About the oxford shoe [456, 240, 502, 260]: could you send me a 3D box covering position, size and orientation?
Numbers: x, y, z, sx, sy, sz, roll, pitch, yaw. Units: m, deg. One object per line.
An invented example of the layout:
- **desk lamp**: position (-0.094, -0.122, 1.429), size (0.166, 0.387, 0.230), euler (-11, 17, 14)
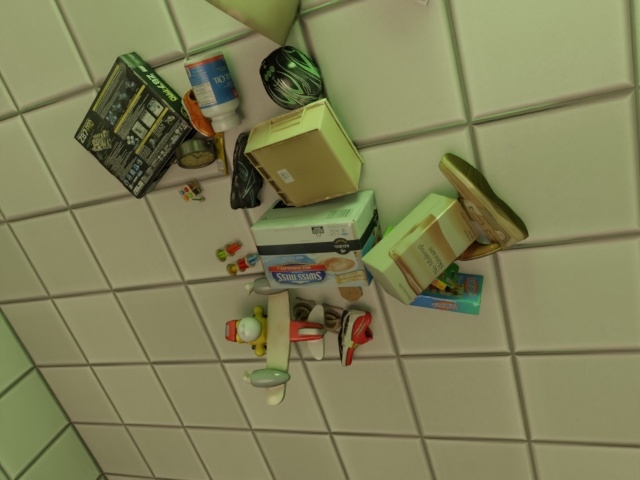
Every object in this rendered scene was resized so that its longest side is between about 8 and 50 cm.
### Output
- **oxford shoe**: position (0.439, 0.020, 1.518), size (0.212, 0.076, 0.076), euler (-8, 96, 53)

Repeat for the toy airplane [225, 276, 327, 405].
- **toy airplane**: position (-0.168, 0.321, 1.796), size (0.384, 0.272, 0.386), euler (-51, 57, 16)

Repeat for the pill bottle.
- **pill bottle**: position (-0.320, -0.451, 1.560), size (0.124, 0.124, 0.221), euler (-7, 115, 25)

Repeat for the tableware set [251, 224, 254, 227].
- **tableware set**: position (-0.175, -0.005, 1.809), size (0.104, 0.024, 0.154), euler (-24, 106, 30)

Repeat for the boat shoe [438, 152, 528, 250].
- **boat shoe**: position (0.443, -0.102, 1.455), size (0.341, 0.121, 0.110), euler (45, 124, -8)

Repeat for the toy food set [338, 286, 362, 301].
- **toy food set**: position (0.106, 0.181, 1.803), size (0.083, 0.020, 0.082), euler (-16, 111, 27)

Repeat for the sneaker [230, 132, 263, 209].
- **sneaker**: position (-0.240, -0.226, 1.687), size (0.106, 0.101, 0.267), euler (5, 120, -6)

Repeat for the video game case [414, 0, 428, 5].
- **video game case**: position (0.252, -0.669, 1.284), size (0.087, 0.011, 0.122), euler (26, 124, 7)

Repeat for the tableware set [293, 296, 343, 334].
- **tableware set**: position (-0.016, 0.290, 1.899), size (0.194, 0.039, 0.128), euler (13, 121, 14)

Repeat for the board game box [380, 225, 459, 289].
- **board game box**: position (0.307, 0.057, 1.594), size (0.259, 0.124, 0.039), euler (28, 130, 5)

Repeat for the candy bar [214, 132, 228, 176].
- **candy bar**: position (-0.336, -0.292, 1.717), size (0.040, 0.018, 0.161), euler (9, 121, 20)

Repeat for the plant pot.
- **plant pot**: position (-0.142, -0.690, 1.311), size (0.256, 0.256, 0.274), euler (32, 107, 2)

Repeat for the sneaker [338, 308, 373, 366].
- **sneaker**: position (0.130, 0.361, 1.848), size (0.118, 0.107, 0.279), euler (1, 131, -8)

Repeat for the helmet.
- **helmet**: position (-0.078, -0.452, 1.453), size (0.161, 0.169, 0.169), euler (52, 124, 9)

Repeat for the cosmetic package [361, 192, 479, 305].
- **cosmetic package**: position (0.284, 0.021, 1.458), size (0.296, 0.129, 0.153), euler (-44, 116, -7)

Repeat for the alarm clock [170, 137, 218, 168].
- **alarm clock**: position (-0.398, -0.294, 1.671), size (0.192, 0.129, 0.064), euler (-23, 76, 39)

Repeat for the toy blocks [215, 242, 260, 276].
- **toy blocks**: position (-0.298, 0.057, 1.872), size (0.148, 0.054, 0.123), euler (-26, 106, 31)

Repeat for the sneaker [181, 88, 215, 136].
- **sneaker**: position (-0.384, -0.405, 1.622), size (0.067, 0.064, 0.175), euler (-39, 80, 36)

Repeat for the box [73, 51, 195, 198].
- **box**: position (-0.627, -0.377, 1.738), size (0.318, 0.097, 0.395), euler (43, 124, -7)

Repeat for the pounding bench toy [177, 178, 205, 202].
- **pounding bench toy**: position (-0.451, -0.162, 1.804), size (0.052, 0.065, 0.083), euler (-27, 105, 31)

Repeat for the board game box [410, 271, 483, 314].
- **board game box**: position (0.394, 0.155, 1.593), size (0.210, 0.160, 0.047), euler (6, 120, 19)

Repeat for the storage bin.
- **storage bin**: position (-0.045, -0.243, 1.509), size (0.260, 0.123, 0.262), euler (-12, 138, 27)

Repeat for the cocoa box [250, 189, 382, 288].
- **cocoa box**: position (0.000, 0.000, 1.617), size (0.347, 0.231, 0.228), euler (-4, 117, 23)
